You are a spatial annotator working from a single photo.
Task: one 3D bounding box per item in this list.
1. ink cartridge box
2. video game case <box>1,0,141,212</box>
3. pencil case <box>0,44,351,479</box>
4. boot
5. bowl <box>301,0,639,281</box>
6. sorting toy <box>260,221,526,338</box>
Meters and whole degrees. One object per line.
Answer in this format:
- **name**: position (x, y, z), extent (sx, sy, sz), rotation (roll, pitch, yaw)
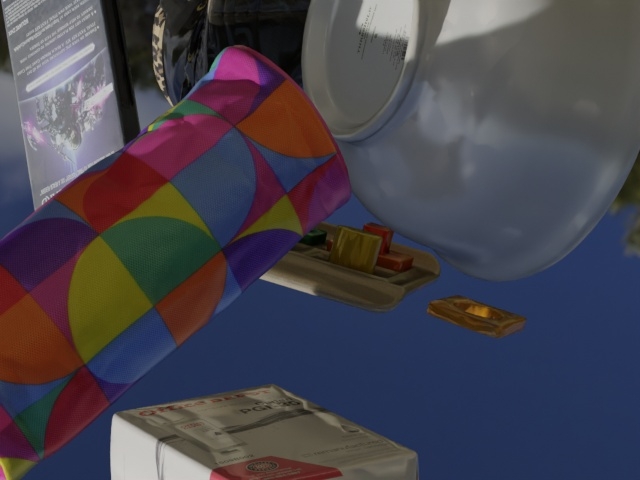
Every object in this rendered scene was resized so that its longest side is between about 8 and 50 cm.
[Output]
- **ink cartridge box**: position (-0.063, 0.246, 1.821), extent (0.207, 0.117, 0.283), rotation (-8, -165, -32)
- **video game case**: position (-0.250, -0.167, 1.781), extent (0.026, 0.196, 0.274), rotation (-5, -100, -37)
- **pencil case**: position (-0.097, 0.009, 0.845), extent (0.236, 0.104, 0.104), rotation (-38, -115, -15)
- **boot**: position (-0.080, -0.239, 1.868), extent (0.138, 0.377, 0.284), rotation (5, -155, -17)
- **bowl**: position (0.078, -0.126, 1.177), extent (0.134, 0.298, 0.298), rotation (7, -138, -30)
- **sorting toy**: position (0.000, 0.000, 1.423), extent (0.348, 0.047, 0.196), rotation (17, -169, 11)
